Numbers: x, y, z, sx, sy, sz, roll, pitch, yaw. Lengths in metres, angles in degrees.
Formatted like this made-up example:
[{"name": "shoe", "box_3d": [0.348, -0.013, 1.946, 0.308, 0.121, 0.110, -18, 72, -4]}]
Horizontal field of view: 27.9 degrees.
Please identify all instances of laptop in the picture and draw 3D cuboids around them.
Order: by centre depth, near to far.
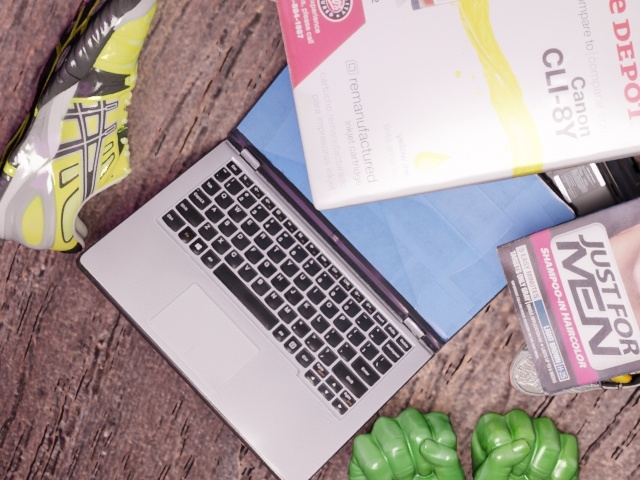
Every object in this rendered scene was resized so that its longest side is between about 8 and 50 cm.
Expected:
[{"name": "laptop", "box_3d": [0.000, 0.000, 1.504, 0.382, 0.408, 0.236, 46, 155, 6]}]

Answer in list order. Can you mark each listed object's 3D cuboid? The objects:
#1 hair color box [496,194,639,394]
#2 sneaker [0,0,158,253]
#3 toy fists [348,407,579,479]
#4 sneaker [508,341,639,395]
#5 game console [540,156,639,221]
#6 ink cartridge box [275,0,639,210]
[{"name": "hair color box", "box_3d": [0.372, 0.030, 1.326, 0.347, 0.105, 0.174, -21, 84, 32]}, {"name": "sneaker", "box_3d": [-0.296, -0.158, 1.653, 0.147, 0.145, 0.385, 26, 108, -20]}, {"name": "toy fists", "box_3d": [0.172, 0.275, 1.539, 0.279, 0.096, 0.142, 1, 103, -3]}, {"name": "sneaker", "box_3d": [0.323, 0.132, 1.495, 0.225, 0.092, 0.088, -18, 94, 22]}, {"name": "game console", "box_3d": [0.261, -0.140, 1.490, 0.213, 0.044, 0.361, -28, 89, 22]}, {"name": "ink cartridge box", "box_3d": [0.167, -0.201, 1.376, 0.384, 0.160, 0.279, -10, 91, 11]}]
